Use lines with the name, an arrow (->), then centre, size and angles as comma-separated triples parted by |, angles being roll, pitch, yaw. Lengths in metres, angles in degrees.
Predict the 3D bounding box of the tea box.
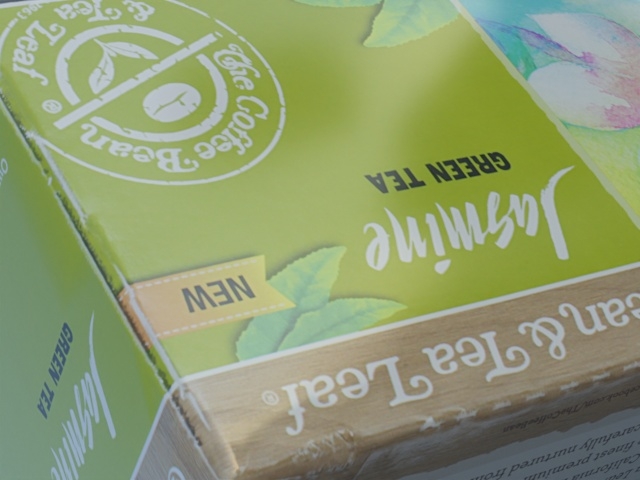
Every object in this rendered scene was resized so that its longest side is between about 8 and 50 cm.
tea box -> 0.000, 0.000, 0.661 | 0.329, 0.323, 0.220 | -13, -36, -33
